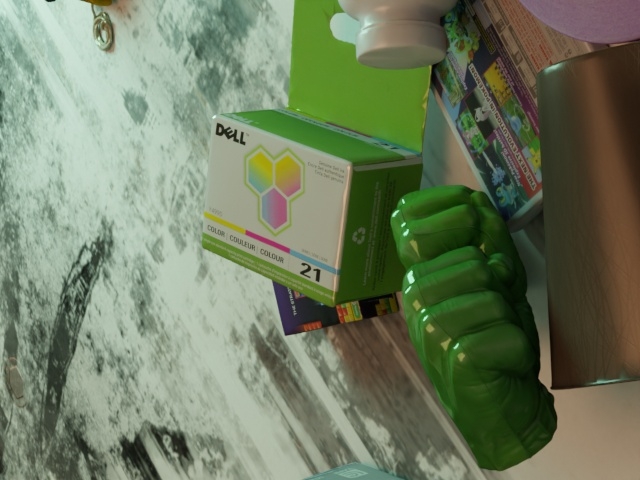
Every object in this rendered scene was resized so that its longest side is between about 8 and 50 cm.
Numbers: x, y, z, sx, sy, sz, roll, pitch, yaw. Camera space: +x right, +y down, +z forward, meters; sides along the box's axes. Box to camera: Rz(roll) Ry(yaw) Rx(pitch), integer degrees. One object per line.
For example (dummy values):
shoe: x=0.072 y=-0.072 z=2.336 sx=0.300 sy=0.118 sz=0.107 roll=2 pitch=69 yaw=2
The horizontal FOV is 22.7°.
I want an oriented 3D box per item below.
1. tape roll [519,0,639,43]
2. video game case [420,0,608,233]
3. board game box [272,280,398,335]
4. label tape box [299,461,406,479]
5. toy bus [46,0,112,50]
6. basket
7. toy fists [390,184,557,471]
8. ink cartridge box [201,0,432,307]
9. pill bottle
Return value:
tape roll: x=0.224 y=-0.278 z=1.119 sx=0.275 sy=0.090 sz=0.274 roll=19 pitch=115 yaw=51
video game case: x=0.162 y=-0.135 z=1.308 sx=0.183 sy=0.023 sz=0.201 roll=-48 pitch=62 yaw=49
board game box: x=0.000 y=0.000 z=1.555 sx=0.141 sy=0.048 sz=0.170 roll=-18 pitch=84 yaw=54
label tape box: x=0.105 y=0.369 z=1.455 sx=0.348 sy=0.115 sz=0.249 roll=10 pitch=108 yaw=51
toy bus: x=-0.298 y=-0.344 z=1.836 sx=0.191 sy=0.104 sz=0.202 roll=-50 pitch=58 yaw=49
basket: x=0.233 y=-0.019 z=1.132 sx=0.204 sy=0.154 sz=0.227 roll=-16 pitch=83 yaw=48
toy fists: x=0.119 y=0.047 z=1.246 sx=0.142 sy=0.096 sz=0.279 roll=58 pitch=-166 yaw=-25
ink cartridge box: x=-0.005 y=-0.094 z=1.424 sx=0.189 sy=0.097 sz=0.255 roll=22 pitch=114 yaw=43
pill bottle: x=0.063 y=-0.239 z=1.319 sx=0.103 sy=0.103 sz=0.184 roll=-15 pitch=74 yaw=56
